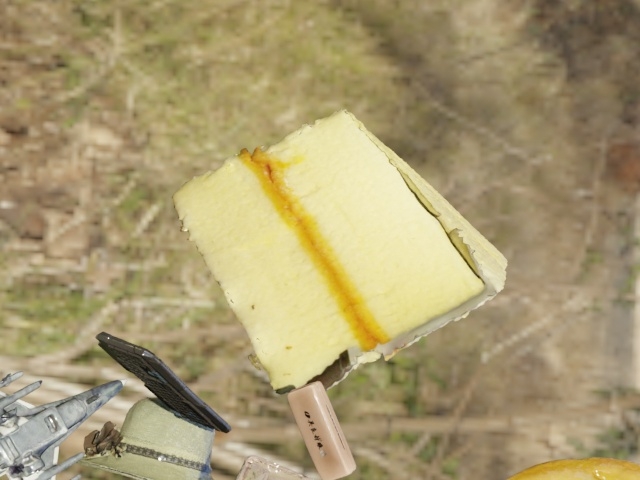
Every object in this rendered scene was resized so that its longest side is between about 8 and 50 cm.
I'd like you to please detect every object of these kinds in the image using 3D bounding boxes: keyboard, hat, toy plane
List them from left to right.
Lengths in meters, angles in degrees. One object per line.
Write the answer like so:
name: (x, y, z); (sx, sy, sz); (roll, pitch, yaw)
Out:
toy plane: (-0.275, 0.185, 1.490); (0.160, 0.234, 0.082); (59, -26, 1)
keyboard: (-0.206, 0.192, 2.049); (0.016, 0.106, 0.262); (-61, 147, -17)
hat: (-0.230, 0.304, 2.315); (0.257, 0.257, 0.130); (58, 45, -74)

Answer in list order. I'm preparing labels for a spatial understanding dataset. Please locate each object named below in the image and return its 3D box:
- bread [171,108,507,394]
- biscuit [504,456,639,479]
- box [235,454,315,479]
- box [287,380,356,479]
bread: (0.000, 0.000, 2.049); (0.405, 0.345, 0.242); (50, 17, 5)
biscuit: (0.299, 0.341, 1.884); (0.045, 0.299, 0.154); (89, -21, -63)
box: (-0.080, 0.467, 1.953); (0.225, 0.190, 0.297); (-63, 175, -48)
box: (0.000, 0.224, 1.804); (0.025, 0.048, 0.115); (-20, 87, -55)
